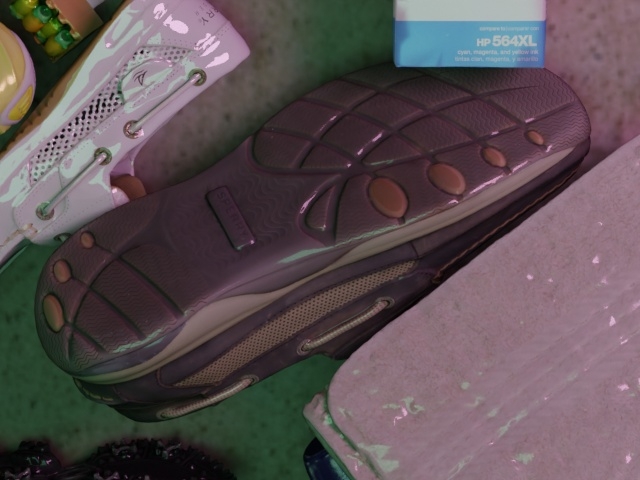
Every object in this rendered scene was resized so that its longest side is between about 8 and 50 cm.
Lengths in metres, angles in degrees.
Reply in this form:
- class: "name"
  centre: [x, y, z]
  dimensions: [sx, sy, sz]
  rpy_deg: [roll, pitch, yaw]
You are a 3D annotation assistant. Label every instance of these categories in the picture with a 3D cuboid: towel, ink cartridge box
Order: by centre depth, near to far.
- class: "ink cartridge box"
  centre: [0.090, -0.180, 1.176]
  dimensions: [0.090, 0.092, 0.143]
  rpy_deg: [2, 107, 6]
- class: "towel"
  centre: [0.147, 0.085, 1.182]
  dimensions: [0.282, 0.049, 0.187]
  rpy_deg: [-37, 78, -3]

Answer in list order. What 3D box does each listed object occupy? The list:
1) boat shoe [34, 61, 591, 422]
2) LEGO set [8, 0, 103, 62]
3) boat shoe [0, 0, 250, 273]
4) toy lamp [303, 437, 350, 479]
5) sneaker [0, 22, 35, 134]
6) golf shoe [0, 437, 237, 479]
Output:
- class: "boat shoe"
  centre: [0.000, 0.000, 1.232]
  dimensions: [0.355, 0.132, 0.130]
  rpy_deg: [-23, 143, -1]
- class: "LEGO set"
  centre: [-0.218, -0.238, 1.183]
  dimensions: [0.132, 0.107, 0.287]
  rpy_deg: [-4, 105, 11]
- class: "boat shoe"
  centre: [-0.150, -0.038, 1.244]
  dimensions: [0.096, 0.098, 0.277]
  rpy_deg: [40, 106, -5]
- class: "toy lamp"
  centre: [0.087, 0.231, 1.310]
  dimensions: [0.080, 0.080, 0.275]
  rpy_deg: [-33, 102, 15]
- class: "sneaker"
  centre: [-0.291, -0.131, 1.190]
  dimensions: [0.240, 0.126, 0.091]
  rpy_deg: [29, 125, 18]
- class: "golf shoe"
  centre: [-0.145, 0.185, 1.328]
  dimensions: [0.198, 0.077, 0.094]
  rpy_deg: [0, 113, 16]
